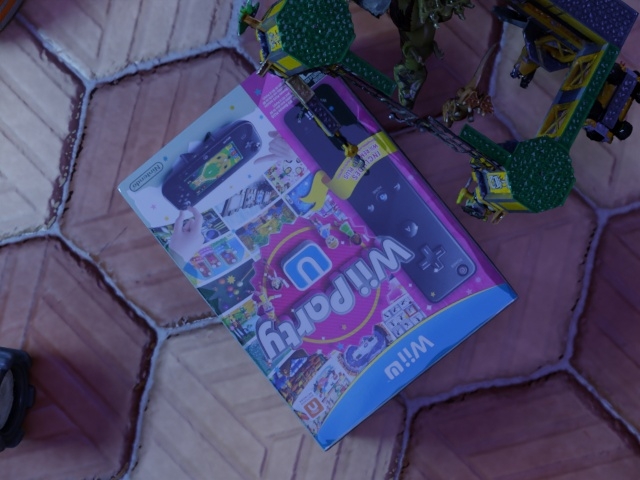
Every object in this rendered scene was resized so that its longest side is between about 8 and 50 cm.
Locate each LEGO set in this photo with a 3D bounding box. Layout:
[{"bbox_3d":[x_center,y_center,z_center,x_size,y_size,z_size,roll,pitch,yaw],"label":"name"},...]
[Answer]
[{"bbox_3d":[0.093,-0.169,0.944,0.331,0.192,0.255,23,85,-16],"label":"LEGO set"}]

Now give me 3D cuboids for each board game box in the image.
[{"bbox_3d":[0.000,0.000,1.010,0.224,0.097,0.303,-39,86,4],"label":"board game box"}]

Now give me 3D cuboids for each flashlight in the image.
[{"bbox_3d":[-0.433,0.137,1.050,0.304,0.103,0.103,6,90,6],"label":"flashlight"}]

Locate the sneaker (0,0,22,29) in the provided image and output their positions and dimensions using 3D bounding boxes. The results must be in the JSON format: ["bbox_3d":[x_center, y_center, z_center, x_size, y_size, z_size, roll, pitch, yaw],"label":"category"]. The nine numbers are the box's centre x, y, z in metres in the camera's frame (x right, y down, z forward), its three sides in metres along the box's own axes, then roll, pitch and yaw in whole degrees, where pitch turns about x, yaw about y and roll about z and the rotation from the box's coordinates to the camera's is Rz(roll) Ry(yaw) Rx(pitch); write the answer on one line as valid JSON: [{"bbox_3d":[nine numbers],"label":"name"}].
[{"bbox_3d":[-0.313,-0.355,1.037,0.180,0.124,0.321,40,93,5],"label":"sneaker"}]
